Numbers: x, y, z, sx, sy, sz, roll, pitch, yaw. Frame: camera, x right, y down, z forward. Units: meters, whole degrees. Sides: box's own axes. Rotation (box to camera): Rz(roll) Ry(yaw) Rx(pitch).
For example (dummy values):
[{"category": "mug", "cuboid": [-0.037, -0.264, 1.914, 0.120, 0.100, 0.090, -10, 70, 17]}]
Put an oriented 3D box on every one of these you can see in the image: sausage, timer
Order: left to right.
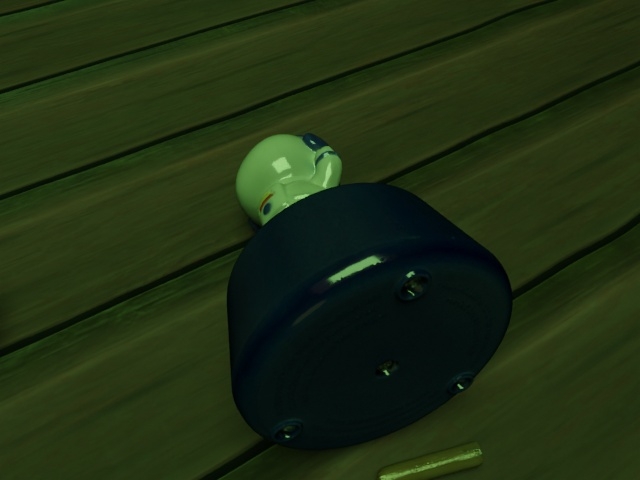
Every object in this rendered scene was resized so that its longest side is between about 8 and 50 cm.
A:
[{"category": "timer", "cuboid": [0.000, 0.000, 0.567, 0.270, 0.271, 0.384, -15, 43, -12]}, {"category": "sausage", "cuboid": [0.114, 0.237, 0.514, 0.115, 0.026, 0.026, -11, 56, -9]}]
